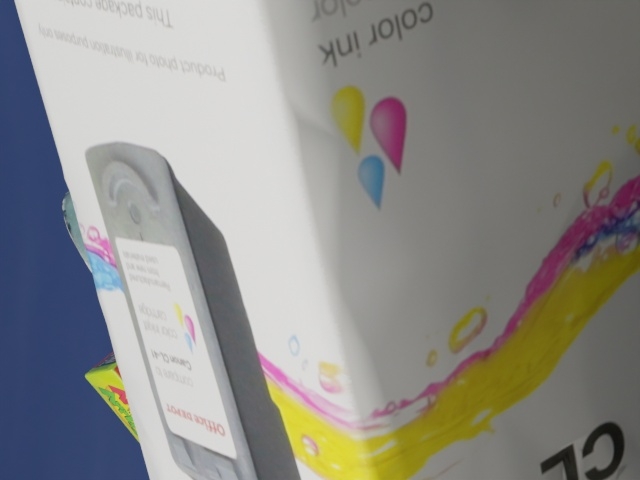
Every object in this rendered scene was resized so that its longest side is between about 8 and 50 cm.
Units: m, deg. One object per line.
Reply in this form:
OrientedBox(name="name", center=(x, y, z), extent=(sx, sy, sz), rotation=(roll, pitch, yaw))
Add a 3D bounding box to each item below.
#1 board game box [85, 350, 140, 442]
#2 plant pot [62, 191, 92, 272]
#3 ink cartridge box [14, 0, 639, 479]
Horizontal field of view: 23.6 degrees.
OrientedBox(name="board game box", center=(-0.015, 0.042, 0.753), extent=(0.181, 0.043, 0.092), rotation=(-42, -80, -26))
OrientedBox(name="plant pot", center=(0.000, 0.000, 1.048), extent=(0.293, 0.196, 0.293), rotation=(44, -170, -9))
OrientedBox(name="ink cartridge box", center=(0.052, -0.027, 0.446), extent=(0.226, 0.131, 0.306), rotation=(-27, -64, -29))
